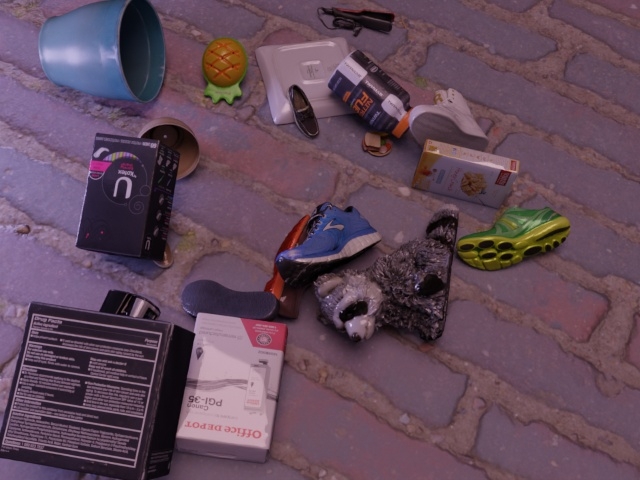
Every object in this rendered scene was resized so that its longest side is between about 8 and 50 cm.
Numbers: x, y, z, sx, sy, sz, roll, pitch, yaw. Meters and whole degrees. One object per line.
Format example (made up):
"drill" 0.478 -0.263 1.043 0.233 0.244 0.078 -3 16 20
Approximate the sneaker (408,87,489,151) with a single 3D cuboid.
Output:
"sneaker" 0.313 -0.333 2.004 0.292 0.108 0.169 13 47 -44

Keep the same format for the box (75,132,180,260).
"box" -0.445 -0.098 1.764 0.165 0.143 0.270 7 86 11

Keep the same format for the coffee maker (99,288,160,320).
"coffee maker" -0.466 0.203 1.678 0.171 0.120 0.178 18 61 5

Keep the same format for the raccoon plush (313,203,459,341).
"raccoon plush" 0.162 0.078 1.818 0.299 0.216 0.446 6 31 13

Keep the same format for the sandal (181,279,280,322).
"sandal" -0.211 0.154 1.740 0.254 0.054 0.097 9 62 24

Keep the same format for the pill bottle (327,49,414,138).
"pill bottle" 0.148 -0.383 2.018 0.245 0.130 0.130 41 65 3

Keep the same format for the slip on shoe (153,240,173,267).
"slip on shoe" -0.396 0.004 1.836 0.051 0.041 0.135 -17 64 -14

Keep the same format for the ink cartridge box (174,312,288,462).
"ink cartridge box" -0.191 0.318 1.643 0.207 0.117 0.283 8 61 -2

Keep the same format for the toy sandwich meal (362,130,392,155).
"toy sandwich meal" 0.155 -0.266 2.042 0.085 0.029 0.086 2 62 -4

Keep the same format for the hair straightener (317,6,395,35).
"hair straightener" 0.101 -0.651 2.236 0.230 0.047 0.089 12 61 1

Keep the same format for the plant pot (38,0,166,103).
"plant pot" -0.578 -0.498 1.981 0.255 0.272 0.272 3 60 13

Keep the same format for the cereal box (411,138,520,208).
"cereal box" 0.366 -0.167 1.929 0.240 0.173 0.047 14 61 3

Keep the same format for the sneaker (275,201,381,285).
"sneaker" 0.000 0.000 1.771 0.330 0.130 0.147 -24 78 -51

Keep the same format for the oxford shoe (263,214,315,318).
"oxford shoe" -0.058 0.064 1.822 0.098 0.097 0.271 27 64 -14

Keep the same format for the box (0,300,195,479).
"box" -0.427 0.292 1.477 0.296 0.183 0.294 8 79 7

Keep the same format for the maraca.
"maraca" -0.264 -0.467 2.077 0.127 0.099 0.186 2 86 5

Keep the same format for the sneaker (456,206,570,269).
"sneaker" 0.477 -0.011 1.910 0.295 0.109 0.123 -14 38 -9

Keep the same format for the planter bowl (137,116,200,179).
"planter bowl" -0.393 -0.247 1.921 0.162 0.162 0.109 -10 37 -11

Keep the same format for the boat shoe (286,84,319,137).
"boat shoe" -0.048 -0.346 2.026 0.056 0.049 0.152 -29 94 -4

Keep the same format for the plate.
"plate" -0.024 -0.464 2.125 0.278 0.045 0.277 -10 62 -11
